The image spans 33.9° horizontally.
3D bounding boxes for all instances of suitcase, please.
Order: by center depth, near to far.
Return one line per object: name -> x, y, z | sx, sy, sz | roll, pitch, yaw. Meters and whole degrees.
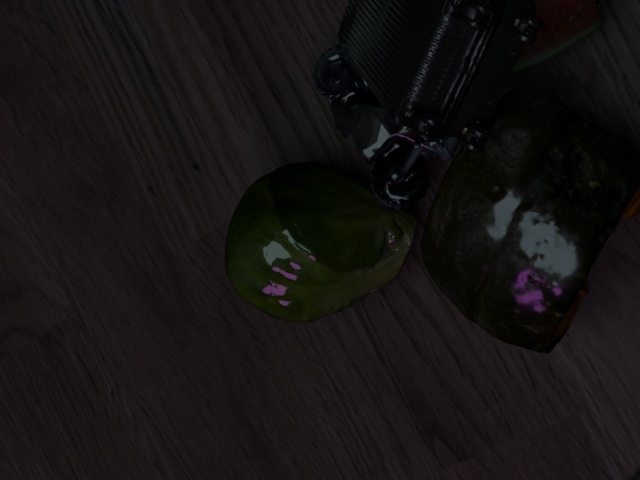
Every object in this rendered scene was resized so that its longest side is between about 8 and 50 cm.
suitcase -> 0.136, -0.261, 1.292 | 0.312, 0.128, 0.202 | -116, 42, -52

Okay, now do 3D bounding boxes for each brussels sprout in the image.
brussels sprout -> 0.000, 0.000, 1.511 | 0.271, 0.219, 0.210 | 5, 119, -3

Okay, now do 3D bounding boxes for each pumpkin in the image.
pumpkin -> 0.276, -0.018, 1.346 | 0.225, 0.256, 0.303 | 28, 97, 22

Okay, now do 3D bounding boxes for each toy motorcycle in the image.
toy motorcycle -> 0.099, -0.181, 1.475 | 0.159, 0.106, 0.270 | -31, 70, 14

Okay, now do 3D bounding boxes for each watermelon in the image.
watermelon -> 0.266, -0.374, 1.304 | 0.148, 0.226, 0.318 | -12, 104, -5

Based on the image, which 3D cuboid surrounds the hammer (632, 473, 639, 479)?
hammer -> 0.385, 0.408, 1.497 | 0.152, 0.044, 0.427 | 47, 114, 22
